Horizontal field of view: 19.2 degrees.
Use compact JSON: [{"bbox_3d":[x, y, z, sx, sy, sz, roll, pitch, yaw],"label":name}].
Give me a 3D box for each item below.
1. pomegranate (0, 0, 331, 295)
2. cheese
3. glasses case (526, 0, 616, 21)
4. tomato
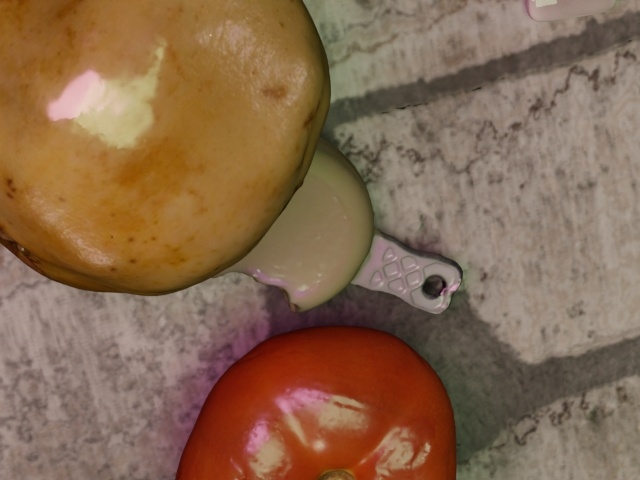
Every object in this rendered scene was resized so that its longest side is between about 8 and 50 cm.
[{"bbox_3d":[-0.151,-0.122,1.433,0.332,0.332,0.332,-6,112,-14],"label":"pomegranate"},{"bbox_3d":[0.000,0.000,1.650,0.286,0.082,0.163,26,102,-25],"label":"cheese"},{"bbox_3d":[0.221,-0.213,1.665,0.083,0.021,0.032,-11,116,-12],"label":"glasses case"},{"bbox_3d":[-0.006,0.191,1.668,0.260,0.180,0.260,-5,109,-14],"label":"tomato"}]
